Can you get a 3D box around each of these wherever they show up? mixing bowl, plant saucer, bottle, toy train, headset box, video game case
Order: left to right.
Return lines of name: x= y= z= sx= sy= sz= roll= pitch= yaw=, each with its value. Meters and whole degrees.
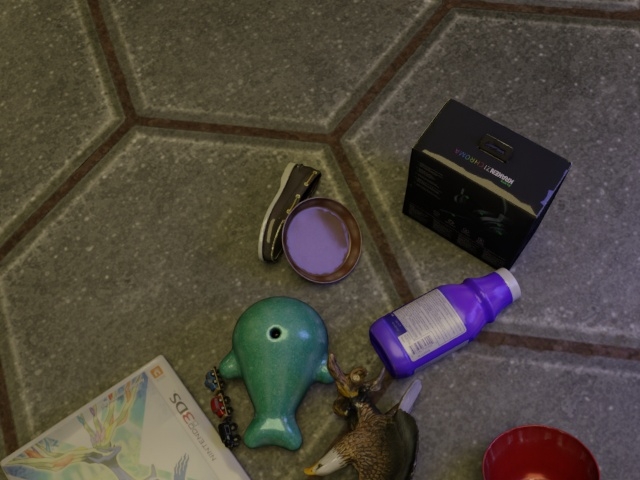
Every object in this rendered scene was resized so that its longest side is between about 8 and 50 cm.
video game case: x=-0.333 y=0.406 z=1.249 sx=0.329 sy=0.036 sz=0.300 roll=-34 pitch=68 yaw=-18
toy train: x=-0.180 y=0.298 z=1.298 sx=0.036 sy=0.027 sz=0.158 roll=0 pitch=52 yaw=-30
plant saucer: x=0.000 y=0.000 z=1.404 sx=0.169 sy=0.029 sz=0.168 roll=3 pitch=82 yaw=-22
bottle: x=0.232 y=0.142 z=1.327 sx=0.283 sy=0.092 sz=0.118 roll=-28 pitch=64 yaw=-10
headset box: x=0.293 y=-0.096 z=1.328 sx=0.246 sy=0.283 sz=0.131 roll=32 pitch=72 yaw=16
mixing bowl: x=0.360 y=0.405 z=1.186 sx=0.182 sy=0.098 sz=0.181 roll=-7 pitch=37 yaw=6

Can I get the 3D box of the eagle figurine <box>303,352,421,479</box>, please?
eagle figurine: x=0.083 y=0.364 z=1.176 sx=0.225 sy=0.226 sz=0.298 roll=-43 pitch=47 yaw=22

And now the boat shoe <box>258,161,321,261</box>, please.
boat shoe: x=-0.061 y=-0.055 z=1.435 sx=0.069 sy=0.081 sz=0.227 roll=13 pitch=65 yaw=13

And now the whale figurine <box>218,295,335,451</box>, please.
whale figurine: x=-0.077 y=0.229 z=1.277 sx=0.217 sy=0.141 sz=0.271 roll=4 pitch=68 yaw=4
